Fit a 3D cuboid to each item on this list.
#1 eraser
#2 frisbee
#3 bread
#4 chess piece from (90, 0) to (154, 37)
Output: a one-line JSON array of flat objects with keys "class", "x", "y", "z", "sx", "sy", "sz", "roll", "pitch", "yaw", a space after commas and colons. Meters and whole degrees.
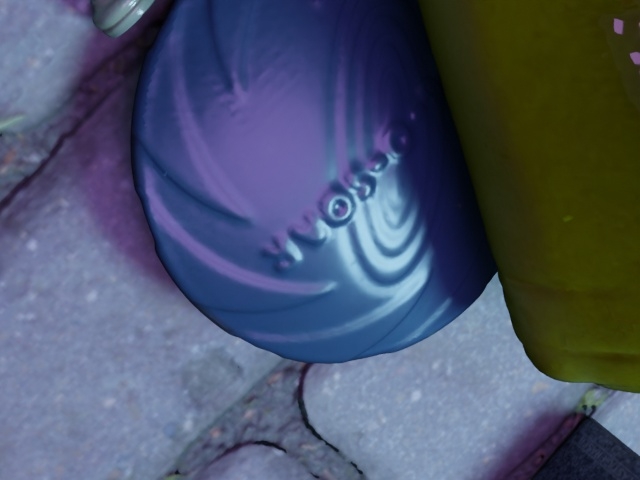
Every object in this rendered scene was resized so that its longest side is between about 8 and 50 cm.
[{"class": "eraser", "x": 0.171, "y": 0.242, "z": 0.820, "sx": 0.212, "sy": 0.092, "sz": 0.046, "roll": -49, "pitch": 121, "yaw": 1}, {"class": "frisbee", "x": 0.029, "y": -0.060, "z": 0.656, "sx": 0.290, "sy": 0.049, "sz": 0.289, "roll": -6, "pitch": 103, "yaw": -25}, {"class": "bread", "x": 0.199, "y": -0.091, "z": 0.629, "sx": 0.251, "sy": 0.208, "sz": 0.376, "roll": -39, "pitch": 124, "yaw": -32}, {"class": "chess piece", "x": -0.133, "y": -0.154, "z": 0.580, "sx": 0.093, "sy": 0.042, "sz": 0.042, "roll": 42, "pitch": 89, "yaw": -24}]
